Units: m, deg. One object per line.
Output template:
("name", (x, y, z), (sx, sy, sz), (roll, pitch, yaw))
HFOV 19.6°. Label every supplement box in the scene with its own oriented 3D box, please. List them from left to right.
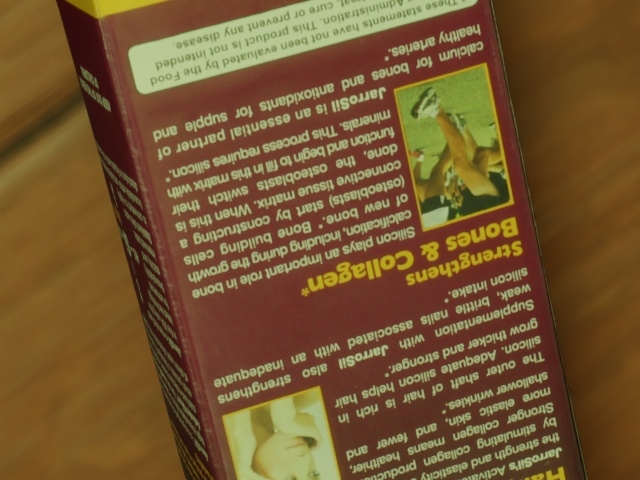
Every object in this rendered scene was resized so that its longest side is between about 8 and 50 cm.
("supplement box", (0.000, 0.000, 0.520), (0.104, 0.081, 0.188), (-17, 107, -12))
